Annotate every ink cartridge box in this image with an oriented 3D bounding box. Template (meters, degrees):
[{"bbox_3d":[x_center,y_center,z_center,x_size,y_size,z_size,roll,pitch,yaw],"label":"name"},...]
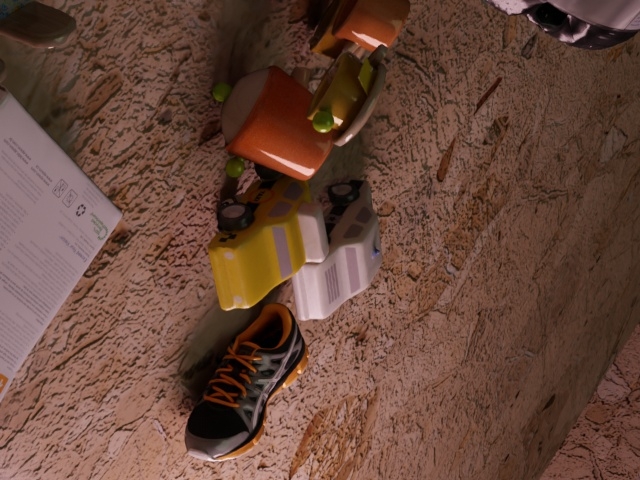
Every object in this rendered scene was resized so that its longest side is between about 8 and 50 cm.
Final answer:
[{"bbox_3d":[-0.274,0.015,1.213,0.224,0.045,0.223,-59,153,-14],"label":"ink cartridge box"}]

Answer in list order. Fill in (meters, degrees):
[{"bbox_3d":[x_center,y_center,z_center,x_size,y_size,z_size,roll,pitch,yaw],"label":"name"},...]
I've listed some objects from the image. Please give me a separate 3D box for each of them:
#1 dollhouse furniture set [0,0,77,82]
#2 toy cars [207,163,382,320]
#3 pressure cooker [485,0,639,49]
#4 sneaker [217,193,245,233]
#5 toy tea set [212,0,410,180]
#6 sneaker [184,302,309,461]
[{"bbox_3d":[-0.184,-0.237,1.049,0.242,0.161,0.212,-43,145,-41],"label":"dollhouse furniture set"},{"bbox_3d":[0.000,0.000,1.620,0.394,0.087,0.176,15,83,-68],"label":"toy cars"},{"bbox_3d":[0.285,-0.438,1.418,0.420,0.376,0.369,-49,-153,31],"label":"pressure cooker"},{"bbox_3d":[-0.094,-0.006,1.562,0.037,0.032,0.083,-13,113,-52],"label":"sneaker"},{"bbox_3d":[-0.001,-0.212,1.484,0.200,0.124,0.336,-46,-160,51],"label":"toy tea set"},{"bbox_3d":[-0.086,0.152,1.651,0.215,0.084,0.083,-56,150,-42],"label":"sneaker"}]
